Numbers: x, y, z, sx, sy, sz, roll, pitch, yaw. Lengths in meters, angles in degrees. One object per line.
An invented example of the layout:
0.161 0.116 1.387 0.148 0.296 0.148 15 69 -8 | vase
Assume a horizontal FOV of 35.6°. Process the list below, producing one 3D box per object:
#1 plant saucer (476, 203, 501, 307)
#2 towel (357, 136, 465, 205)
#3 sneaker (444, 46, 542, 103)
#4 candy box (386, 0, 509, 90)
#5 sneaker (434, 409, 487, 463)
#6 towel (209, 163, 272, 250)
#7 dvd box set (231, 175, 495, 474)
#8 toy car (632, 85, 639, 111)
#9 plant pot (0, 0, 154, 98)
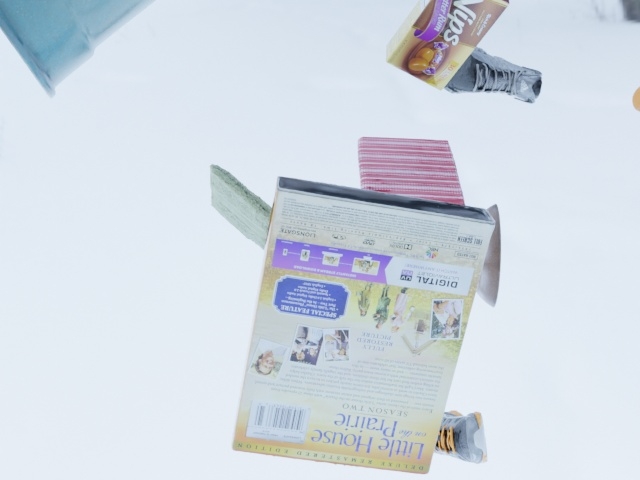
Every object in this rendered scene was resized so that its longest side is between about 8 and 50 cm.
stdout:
0.315 0.028 1.897 0.036 0.198 0.198 1 19 4 | plant saucer
0.174 -0.129 1.970 0.199 0.031 0.275 3 34 -2 | towel
0.310 -0.282 1.712 0.132 0.086 0.229 24 21 35 | sneaker
0.196 -0.335 1.555 0.109 0.186 0.053 25 41 -17 | candy box
0.214 0.324 1.637 0.083 0.084 0.215 -2 -7 -12 | sneaker
-0.126 -0.053 1.605 0.148 0.110 0.027 39 62 21 | towel
0.052 0.133 1.437 0.308 0.420 0.062 8 21 -6 | dvd box set
0.559 -0.232 1.433 0.238 0.210 0.219 -9 40 -22 | toy car
-0.316 -0.417 1.303 0.334 0.341 0.341 -35 23 -8 | plant pot
